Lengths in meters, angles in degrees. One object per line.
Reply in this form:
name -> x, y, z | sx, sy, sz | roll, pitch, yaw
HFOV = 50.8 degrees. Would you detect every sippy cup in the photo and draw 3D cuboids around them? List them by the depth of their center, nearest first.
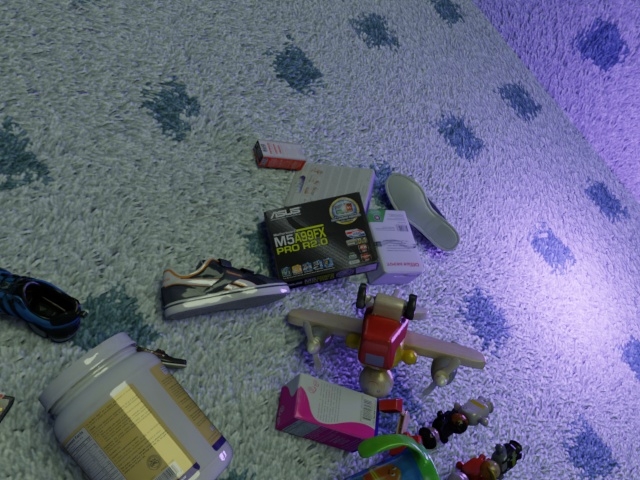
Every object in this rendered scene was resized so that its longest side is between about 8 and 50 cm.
sippy cup -> 0.150, 0.591, 1.482 | 0.223, 0.240, 0.306 | -15, 71, -6

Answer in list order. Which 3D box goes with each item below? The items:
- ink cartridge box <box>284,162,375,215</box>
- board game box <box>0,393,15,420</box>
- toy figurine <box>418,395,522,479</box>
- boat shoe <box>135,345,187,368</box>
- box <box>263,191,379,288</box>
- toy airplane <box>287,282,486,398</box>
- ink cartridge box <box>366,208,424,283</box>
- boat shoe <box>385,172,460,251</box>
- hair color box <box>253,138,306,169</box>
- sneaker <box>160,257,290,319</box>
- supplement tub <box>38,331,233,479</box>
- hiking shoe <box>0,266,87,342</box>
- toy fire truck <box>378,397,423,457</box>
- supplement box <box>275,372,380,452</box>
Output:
ink cartridge box -> 0.031, -0.138, 1.963 | 0.232, 0.066, 0.189 | 4, 50, 15
board game box -> -0.682, 0.335, 1.250 | 0.194, 0.060, 0.194 | 43, 48, -1
toy figurine -> 0.370, 0.515, 1.689 | 0.148, 0.209, 0.213 | -21, 74, -33
boat shoe -> -0.360, 0.260, 1.501 | 0.132, 0.049, 0.042 | 13, 64, -19
box -> 0.000, 0.000, 1.800 | 0.269, 0.060, 0.217 | -11, 66, -4
toy airplane -> 0.155, 0.253, 1.681 | 0.384, 0.386, 0.273 | 13, 88, -35
ink cartridge box -> 0.196, 0.020, 1.969 | 0.152, 0.087, 0.209 | 2, 60, -31
boat shoe -> 0.313, -0.082, 2.107 | 0.114, 0.091, 0.303 | -38, 84, 3
hair color box -> -0.119, -0.250, 1.967 | 0.141, 0.043, 0.072 | 3, 51, -31
sneaker -> -0.227, 0.103, 1.631 | 0.320, 0.126, 0.128 | -5, 70, -32
supplement tub -> -0.357, 0.369, 1.309 | 0.331, 0.241, 0.241 | 49, 49, 4
hiking shoe -> -0.628, 0.101, 1.380 | 0.303, 0.132, 0.113 | 23, 52, -18
toy fire truck -> 0.202, 0.465, 1.653 | 0.192, 0.047, 0.135 | 37, 47, -55
supplement box -> 0.018, 0.411, 1.600 | 0.219, 0.114, 0.111 | 24, 52, -19
